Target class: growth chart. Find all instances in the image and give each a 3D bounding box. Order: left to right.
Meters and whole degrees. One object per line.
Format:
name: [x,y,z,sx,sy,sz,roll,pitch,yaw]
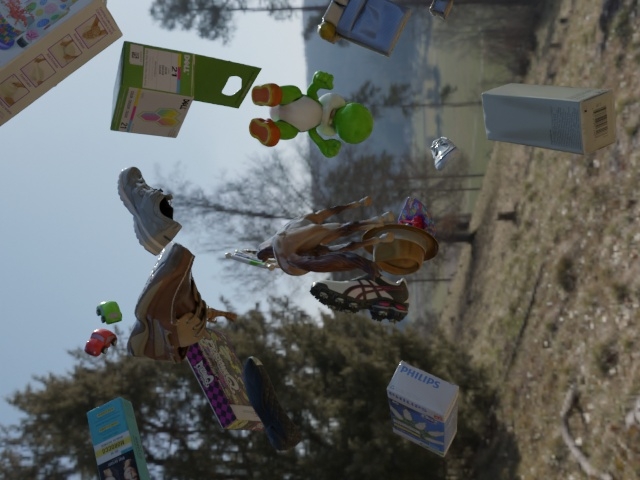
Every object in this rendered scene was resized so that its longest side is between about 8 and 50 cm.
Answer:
growth chart: [-0.122,0.039,1.770,0.237,0.172,0.021,-11,-69,-59]

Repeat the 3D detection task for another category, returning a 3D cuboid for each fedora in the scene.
fedora: [0.194,0.032,1.787,0.194,0.194,0.079,81,-163,-57]

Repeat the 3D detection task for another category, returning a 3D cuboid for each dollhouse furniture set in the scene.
dollhouse furniture set: [0.163,-0.579,1.703,0.303,0.286,0.198,-62,-15,0]

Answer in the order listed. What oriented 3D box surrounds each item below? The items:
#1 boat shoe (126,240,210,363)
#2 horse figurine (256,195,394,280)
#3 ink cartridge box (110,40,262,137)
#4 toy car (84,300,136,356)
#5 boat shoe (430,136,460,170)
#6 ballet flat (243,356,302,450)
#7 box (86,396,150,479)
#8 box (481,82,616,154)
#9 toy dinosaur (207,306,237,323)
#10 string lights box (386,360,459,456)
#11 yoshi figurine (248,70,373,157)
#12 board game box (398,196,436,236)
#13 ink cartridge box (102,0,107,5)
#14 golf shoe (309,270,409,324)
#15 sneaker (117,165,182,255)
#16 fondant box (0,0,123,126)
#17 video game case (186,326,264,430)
boat shoe: [-0.236,0.111,1.185,0.324,0.116,0.123,122,169,-56]
horse figurine: [0.000,0.000,0.898,0.263,0.175,0.066,-116,9,-77]
ink cartridge box: [-0.258,-0.272,1.374,0.189,0.255,0.097,142,131,-63]
toy car: [-0.595,0.232,2.098,0.225,0.239,0.053,38,130,44]
boat shoe: [0.349,-0.256,2.079,0.076,0.083,0.226,48,-168,-1]
ballet flat: [-0.088,0.283,1.256,0.057,0.049,0.173,-38,73,46]
box: [-0.493,0.517,1.763,0.244,0.101,0.060,65,-178,31]
box: [0.458,-0.252,1.467,0.275,0.094,0.113,28,135,57]
toy dinosaur: [-0.309,0.180,1.749,0.112,0.212,0.064,-6,89,59]
string lights box: [0.226,0.370,1.573,0.076,0.133,0.259,-57,-25,-26]
yoshi figurine: [0.002,-0.328,1.917,0.203,0.362,0.203,-43,63,44]
board game box: [0.249,-0.034,1.965,0.133,0.033,0.168,56,150,26]
ink cartridge box: [-0.626,-0.608,1.701,0.395,0.166,0.285,122,171,-52]
golf shoe: [0.104,0.135,1.905,0.105,0.273,0.120,133,149,-63]
sneaker: [-0.418,-0.090,1.805,0.281,0.115,0.105,59,-173,32]
fondant box: [-0.521,-0.320,1.155,0.238,0.330,0.096,45,171,27]
video game case: [-0.199,0.283,1.489,0.232,0.042,0.210,58,-176,22]
